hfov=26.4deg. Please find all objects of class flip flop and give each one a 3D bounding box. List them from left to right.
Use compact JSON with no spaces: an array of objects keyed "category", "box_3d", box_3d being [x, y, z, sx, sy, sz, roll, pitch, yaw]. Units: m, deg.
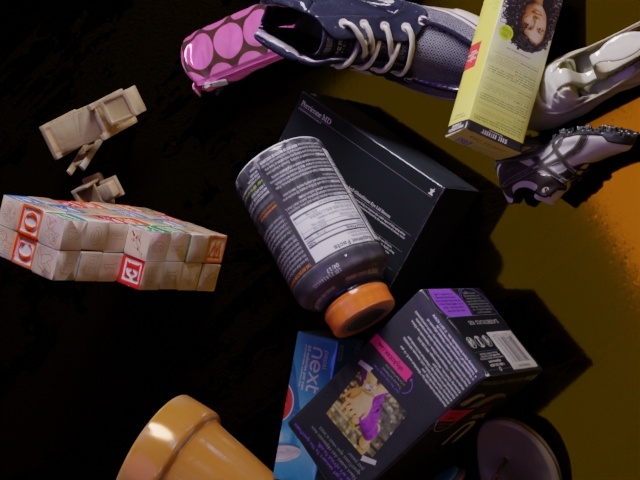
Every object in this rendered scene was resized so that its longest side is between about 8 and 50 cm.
[{"category":"flip flop","box_3d":[0.238,0.361,1.709,0.112,0.080,0.277,0,88,34]}]

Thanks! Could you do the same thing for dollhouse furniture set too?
[{"category":"dollhouse furniture set","box_3d":[-0.307,-0.145,2.109,0.182,0.101,0.160,-17,103,32]}]

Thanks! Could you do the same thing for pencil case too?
[{"category":"pencil case","box_3d":[-0.099,-0.280,1.954,0.209,0.095,0.098,-20,42,34]}]

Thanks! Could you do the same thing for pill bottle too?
[{"category":"pill bottle","box_3d":[0.000,0.000,1.733,0.130,0.130,0.245,-39,68,27]}]

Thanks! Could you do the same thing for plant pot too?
[{"category":"plant pot","box_3d":[-0.162,0.351,1.924,0.188,0.205,0.205,27,104,15]}]

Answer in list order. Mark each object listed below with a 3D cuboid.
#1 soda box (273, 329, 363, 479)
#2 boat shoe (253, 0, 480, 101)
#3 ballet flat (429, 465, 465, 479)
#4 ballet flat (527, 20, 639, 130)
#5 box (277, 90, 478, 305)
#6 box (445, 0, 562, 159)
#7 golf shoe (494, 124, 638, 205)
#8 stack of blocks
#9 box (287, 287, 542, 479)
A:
[{"category":"soda box","box_3d":[-0.004,0.233,1.884,0.071,0.067,0.210,13,95,33]},{"category":"boat shoe","box_3d":[0.075,-0.248,1.758,0.341,0.158,0.127,21,120,21]},{"category":"ballet flat","box_3d":[0.125,0.370,1.804,0.213,0.072,0.068,-38,96,28]},{"category":"ballet flat","box_3d":[0.330,-0.207,1.668,0.248,0.086,0.086,-25,74,31]},{"category":"box","box_3d":[0.053,-0.058,1.836,0.261,0.103,0.184,38,112,29]},{"category":"box","box_3d":[0.229,-0.223,1.686,0.058,0.087,0.232,-12,60,66]},{"category":"golf shoe","box_3d":[0.306,-0.092,1.689,0.198,0.077,0.093,-9,86,44]},{"category":"stack of blocks","box_3d":[-0.296,0.006,1.950,0.171,0.297,0.087,19,98,34]},{"category":"box","box_3d":[0.120,0.200,1.743,0.270,0.165,0.143,-47,65,24]}]
